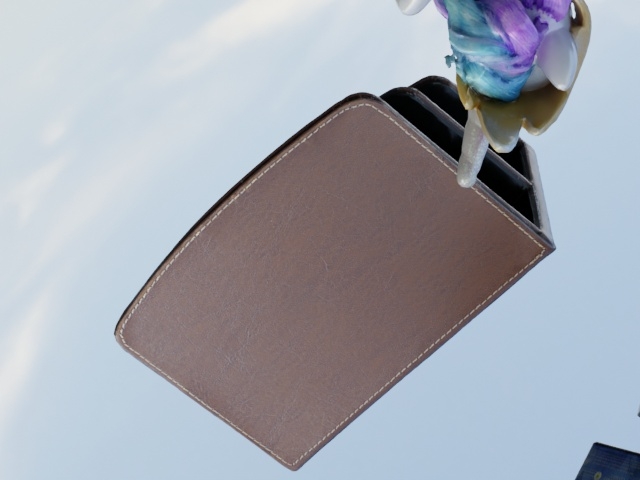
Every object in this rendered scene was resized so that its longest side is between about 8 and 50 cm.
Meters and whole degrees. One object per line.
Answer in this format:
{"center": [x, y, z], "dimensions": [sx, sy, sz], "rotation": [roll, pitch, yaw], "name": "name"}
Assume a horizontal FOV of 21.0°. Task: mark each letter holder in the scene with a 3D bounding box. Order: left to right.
{"center": [0.000, 0.000, 1.385], "dimensions": [0.302, 0.214, 0.152], "rotation": [-43, -157, 24], "name": "letter holder"}

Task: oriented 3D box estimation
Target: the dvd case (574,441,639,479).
{"center": [0.189, 0.263, 1.167], "dimensions": [0.253, 0.022, 0.180], "rotation": [-60, -153, -12], "name": "dvd case"}

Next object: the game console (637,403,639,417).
{"center": [0.506, 0.222, 1.739], "dimensions": [0.213, 0.361, 0.044], "rotation": [-26, -145, 46], "name": "game console"}

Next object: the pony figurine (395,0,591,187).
{"center": [0.151, -0.232, 0.982], "dimensions": [0.351, 0.302, 0.363], "rotation": [-61, -169, 21], "name": "pony figurine"}
